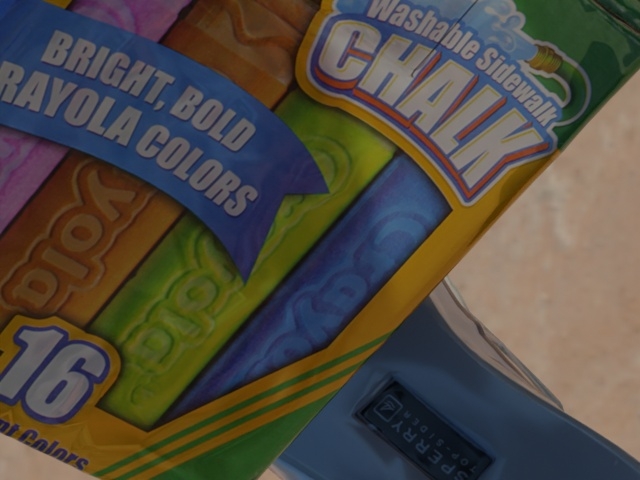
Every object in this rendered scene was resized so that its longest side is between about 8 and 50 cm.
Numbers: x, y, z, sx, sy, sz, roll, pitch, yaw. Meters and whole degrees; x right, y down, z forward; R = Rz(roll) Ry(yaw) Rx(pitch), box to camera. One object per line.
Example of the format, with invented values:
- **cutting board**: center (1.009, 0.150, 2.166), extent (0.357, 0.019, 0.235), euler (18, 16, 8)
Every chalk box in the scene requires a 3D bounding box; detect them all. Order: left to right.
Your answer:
- **chalk box**: center (-0.030, -0.089, 0.602), extent (0.289, 0.179, 0.180), euler (-49, 32, 17)

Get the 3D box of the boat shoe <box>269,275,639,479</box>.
- **boat shoe**: center (0.055, 0.093, 0.889), extent (0.136, 0.156, 0.367), euler (-45, 51, -8)
